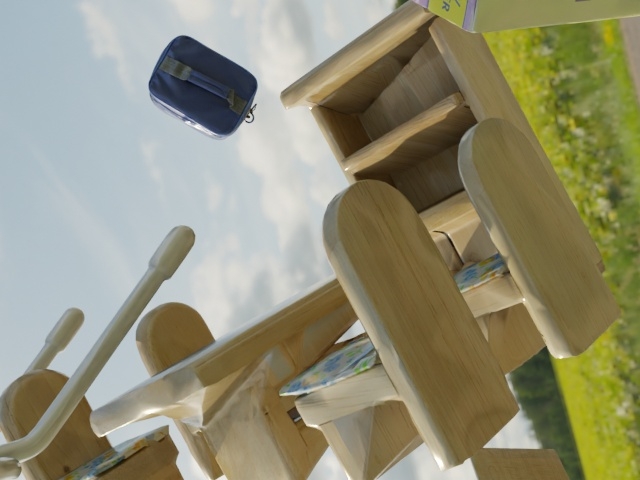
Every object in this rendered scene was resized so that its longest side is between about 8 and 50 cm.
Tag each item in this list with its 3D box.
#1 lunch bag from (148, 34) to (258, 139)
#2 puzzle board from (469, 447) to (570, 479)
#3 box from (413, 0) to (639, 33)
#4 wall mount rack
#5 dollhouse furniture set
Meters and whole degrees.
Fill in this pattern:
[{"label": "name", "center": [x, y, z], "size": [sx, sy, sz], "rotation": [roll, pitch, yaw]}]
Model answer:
[{"label": "lunch bag", "center": [-0.101, -0.131, 0.968], "size": [0.067, 0.098, 0.065], "rotation": [-62, 6, -1]}, {"label": "puzzle board", "center": [0.207, 0.251, 1.104], "size": [0.128, 0.096, 0.011], "rotation": [-104, 19, -62]}, {"label": "box", "center": [0.171, -0.257, 0.681], "size": [0.117, 0.243, 0.214], "rotation": [43, 137, 47]}, {"label": "wall mount rack", "center": [-0.236, 0.103, 0.666], "size": [0.350, 0.304, 0.130], "rotation": [-29, 75, 54]}, {"label": "dollhouse furniture set", "center": [0.000, 0.000, 0.772], "size": [0.394, 0.362, 0.256], "rotation": [-28, -91, -47]}]
